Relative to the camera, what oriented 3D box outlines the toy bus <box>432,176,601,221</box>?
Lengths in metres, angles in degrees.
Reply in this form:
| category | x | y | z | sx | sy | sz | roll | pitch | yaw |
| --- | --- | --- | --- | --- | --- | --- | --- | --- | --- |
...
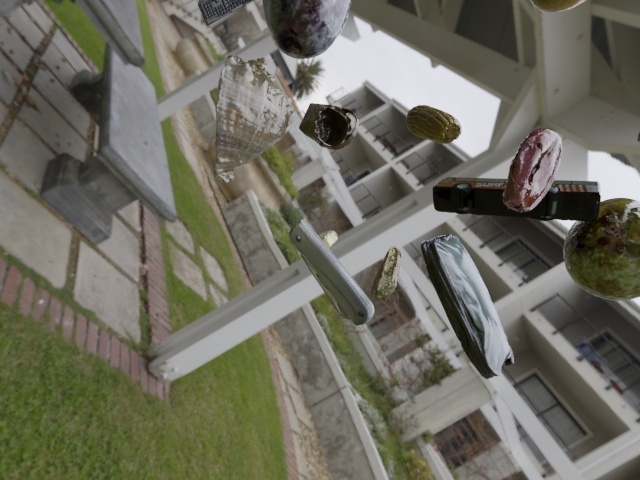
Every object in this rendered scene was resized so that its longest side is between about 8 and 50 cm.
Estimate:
| category | x | y | z | sx | sy | sz | roll | pitch | yaw |
| --- | --- | --- | --- | --- | --- | --- | --- | --- | --- |
| toy bus | 0.508 | -0.112 | 1.213 | 0.092 | 0.408 | 0.093 | -46 | 134 | -45 |

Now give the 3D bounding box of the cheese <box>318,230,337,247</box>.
| category | x | y | z | sx | sy | sz | roll | pitch | yaw |
| --- | --- | --- | --- | --- | --- | --- | --- | --- | --- |
| cheese | 0.000 | 0.000 | 1.876 | 0.050 | 0.127 | 0.255 | 52 | -2 | -10 |

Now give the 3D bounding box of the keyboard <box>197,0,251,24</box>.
| category | x | y | z | sx | sy | sz | roll | pitch | yaw |
| --- | --- | --- | --- | --- | --- | --- | --- | --- | --- |
| keyboard | -0.193 | -0.529 | 0.994 | 0.010 | 0.155 | 0.053 | 48 | -11 | 36 |

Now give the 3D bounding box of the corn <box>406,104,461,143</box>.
| category | x | y | z | sx | sy | sz | roll | pitch | yaw |
| --- | --- | --- | --- | --- | --- | --- | --- | --- | --- |
| corn | 0.272 | -0.280 | 1.108 | 0.080 | 0.080 | 0.231 | 59 | 4 | -26 |

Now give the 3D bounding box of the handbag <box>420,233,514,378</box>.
| category | x | y | z | sx | sy | sz | roll | pitch | yaw |
| --- | --- | --- | --- | --- | --- | --- | --- | --- | --- |
| handbag | 0.329 | 0.138 | 1.004 | 0.191 | 0.075 | 0.332 | -10 | 73 | -58 |

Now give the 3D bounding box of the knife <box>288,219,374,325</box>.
| category | x | y | z | sx | sy | sz | roll | pitch | yaw |
| --- | --- | --- | --- | --- | --- | --- | --- | --- | --- |
| knife | 0.018 | 0.072 | 0.992 | 0.266 | 0.073 | 0.040 | 53 | 25 | 12 |

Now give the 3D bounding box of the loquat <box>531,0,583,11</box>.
| category | x | y | z | sx | sy | sz | roll | pitch | yaw |
| --- | --- | --- | --- | --- | --- | --- | --- | --- | --- |
| loquat | 0.780 | -0.860 | 1.464 | 0.244 | 0.243 | 0.244 | 60 | 2 | -3 |

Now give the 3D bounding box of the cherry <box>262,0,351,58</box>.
| category | x | y | z | sx | sy | sz | roll | pitch | yaw |
| --- | --- | --- | --- | --- | --- | --- | --- | --- | --- |
| cherry | -0.036 | -0.596 | 1.120 | 0.255 | 0.218 | 0.296 | 3 | -95 | 61 |

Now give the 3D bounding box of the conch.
| category | x | y | z | sx | sy | sz | roll | pitch | yaw |
| --- | --- | --- | --- | --- | --- | --- | --- | --- | --- |
| conch | -0.175 | -0.324 | 1.172 | 0.297 | 0.209 | 0.352 | 83 | 6 | -80 |

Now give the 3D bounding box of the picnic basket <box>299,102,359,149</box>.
| category | x | y | z | sx | sy | sz | roll | pitch | yaw |
| --- | --- | --- | --- | --- | --- | --- | --- | --- | --- |
| picnic basket | 0.037 | -0.332 | 1.339 | 0.137 | 0.128 | 0.178 | 23 | 7 | -43 |

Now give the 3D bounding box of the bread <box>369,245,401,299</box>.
| category | x | y | z | sx | sy | sz | roll | pitch | yaw |
| --- | --- | --- | --- | --- | --- | --- | --- | --- | --- |
| bread | 0.160 | 0.110 | 1.156 | 0.054 | 0.154 | 0.136 | 25 | -41 | 2 |

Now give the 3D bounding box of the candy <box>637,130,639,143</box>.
| category | x | y | z | sx | sy | sz | roll | pitch | yaw |
| --- | --- | --- | --- | --- | --- | --- | --- | --- | --- |
| candy | 1.153 | -0.397 | 1.470 | 0.078 | 0.287 | 0.084 | 56 | -4 | -32 |

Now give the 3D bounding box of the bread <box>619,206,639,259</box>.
| category | x | y | z | sx | sy | sz | roll | pitch | yaw |
| --- | --- | --- | --- | --- | --- | --- | --- | --- | --- |
| bread | 0.674 | 0.007 | 0.779 | 0.087 | 0.269 | 0.098 | -10 | 108 | -54 |

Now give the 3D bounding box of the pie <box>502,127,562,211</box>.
| category | x | y | z | sx | sy | sz | roll | pitch | yaw |
| --- | --- | --- | --- | --- | --- | --- | --- | --- | --- |
| pie | 0.438 | -0.145 | 0.940 | 0.049 | 0.182 | 0.182 | 32 | -17 | 39 |

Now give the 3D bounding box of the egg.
| category | x | y | z | sx | sy | sz | roll | pitch | yaw |
| --- | --- | --- | --- | --- | --- | --- | --- | --- | --- |
| egg | 0.765 | 0.014 | 1.177 | 0.238 | 0.289 | 0.238 | 20 | -23 | 9 |
